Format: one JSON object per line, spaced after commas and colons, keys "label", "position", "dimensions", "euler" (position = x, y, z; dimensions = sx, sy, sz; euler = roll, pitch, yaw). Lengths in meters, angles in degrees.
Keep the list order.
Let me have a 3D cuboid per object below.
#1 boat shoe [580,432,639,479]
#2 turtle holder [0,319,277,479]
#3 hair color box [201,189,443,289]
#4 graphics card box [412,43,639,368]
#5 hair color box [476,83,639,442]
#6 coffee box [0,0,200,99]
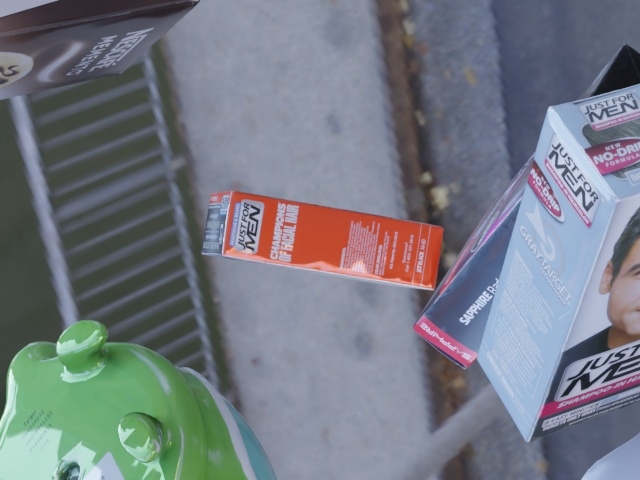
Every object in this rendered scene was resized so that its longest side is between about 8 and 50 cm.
{"label": "boat shoe", "position": [0.334, 0.211, 1.486], "dimensions": [0.080, 0.228, 0.076], "euler": [38, -179, 33]}
{"label": "turtle holder", "position": [-0.169, 0.214, 1.270], "dimensions": [0.320, 0.227, 0.243], "euler": [9, 73, 46]}
{"label": "hair color box", "position": [0.000, 0.000, 1.174], "dimensions": [0.093, 0.167, 0.053], "euler": [-178, 97, -76]}
{"label": "graphics card box", "position": [0.255, -0.031, 1.747], "dimensions": [0.094, 0.233, 0.371], "euler": [36, 144, 1]}
{"label": "hair color box", "position": [0.274, 0.019, 1.374], "dimensions": [0.374, 0.185, 0.113], "euler": [97, 151, -52]}
{"label": "coffee box", "position": [-0.252, -0.154, 0.977], "dimensions": [0.168, 0.297, 0.119], "euler": [-26, 81, 62]}
